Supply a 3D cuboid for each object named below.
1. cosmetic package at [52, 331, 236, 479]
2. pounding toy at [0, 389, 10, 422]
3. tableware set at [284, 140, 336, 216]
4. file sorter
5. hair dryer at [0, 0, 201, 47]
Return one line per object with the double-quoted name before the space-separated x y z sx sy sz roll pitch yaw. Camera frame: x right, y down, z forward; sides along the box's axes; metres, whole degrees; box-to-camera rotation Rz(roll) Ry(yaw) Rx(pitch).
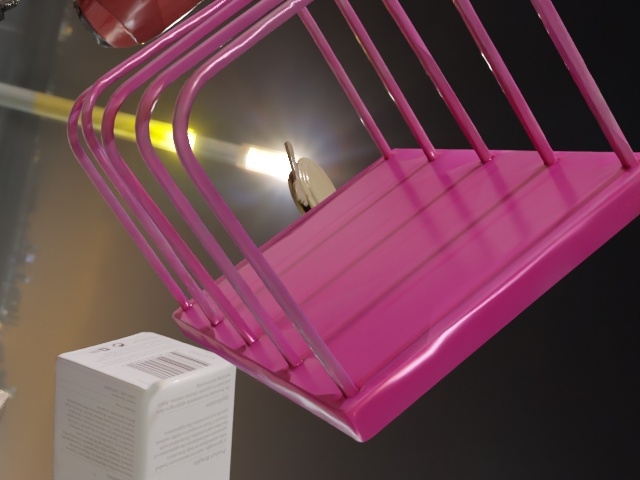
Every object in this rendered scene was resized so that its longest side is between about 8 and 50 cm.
"cosmetic package" -0.204 0.222 1.268 0.151 0.151 0.183 14 -76 35
"pounding toy" -0.294 0.186 0.892 0.269 0.155 0.154 121 -6 -67
"tableware set" 0.000 0.000 1.144 0.039 0.128 0.194 -29 -127 22
"file sorter" -0.005 -0.053 0.610 0.202 0.182 0.291 -38 -162 -15
"hair dryer" -0.159 -0.228 0.840 0.080 0.294 0.223 63 -28 18
